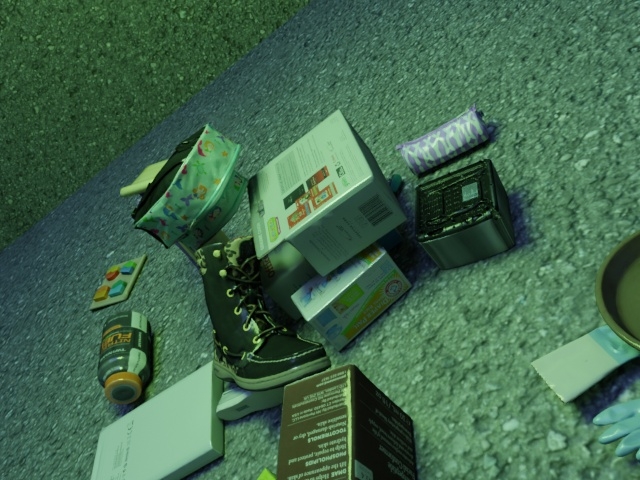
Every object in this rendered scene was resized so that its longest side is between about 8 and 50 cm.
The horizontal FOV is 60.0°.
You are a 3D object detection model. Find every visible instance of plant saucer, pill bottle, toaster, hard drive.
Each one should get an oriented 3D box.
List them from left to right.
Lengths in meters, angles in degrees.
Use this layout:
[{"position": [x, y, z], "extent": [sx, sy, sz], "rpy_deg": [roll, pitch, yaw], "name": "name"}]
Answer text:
[{"position": [-0.510, 0.308, 1.450], "extent": [0.130, 0.130, 0.246], "rpy_deg": [-37, 35, 8], "name": "pill bottle"}, {"position": [-0.362, 0.443, 1.225], "extent": [0.353, 0.047, 0.233], "rpy_deg": [-34, 34, 14], "name": "hard drive"}, {"position": [0.275, -0.047, 1.068], "extent": [0.168, 0.110, 0.186], "rpy_deg": [-22, 38, 28], "name": "toaster"}, {"position": [0.519, 0.064, 0.735], "extent": [0.277, 0.041, 0.278], "rpy_deg": [-24, 32, 16], "name": "plant saucer"}]

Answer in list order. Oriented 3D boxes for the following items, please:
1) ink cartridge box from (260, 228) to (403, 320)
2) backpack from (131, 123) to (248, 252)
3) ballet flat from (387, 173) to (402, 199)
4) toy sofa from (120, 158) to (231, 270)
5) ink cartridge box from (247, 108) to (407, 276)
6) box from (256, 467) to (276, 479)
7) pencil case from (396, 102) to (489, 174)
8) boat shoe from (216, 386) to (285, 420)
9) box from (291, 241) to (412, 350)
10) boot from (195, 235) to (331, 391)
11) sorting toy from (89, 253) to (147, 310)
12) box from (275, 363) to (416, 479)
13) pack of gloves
[{"position": [0.000, 0.000, 1.277], "extent": [0.307, 0.129, 0.223], "rpy_deg": [-38, 35, 6], "name": "ink cartridge box"}, {"position": [-0.267, -0.114, 1.198], "extent": [0.253, 0.191, 0.225], "rpy_deg": [-47, 20, 38], "name": "backpack"}, {"position": [0.164, -0.108, 1.322], "extent": [0.041, 0.041, 0.114], "rpy_deg": [-6, 47, 42], "name": "ballet flat"}, {"position": [-0.350, -0.024, 1.451], "extent": [0.150, 0.363, 0.177], "rpy_deg": [-6, 42, 41], "name": "toy sofa"}, {"position": [-0.005, -0.089, 1.148], "extent": [0.271, 0.130, 0.309], "rpy_deg": [-35, 35, 14], "name": "ink cartridge box"}, {"position": [-0.112, 0.489, 0.923], "extent": [0.178, 0.042, 0.109], "rpy_deg": [-52, 35, -13], "name": "box"}, {"position": [0.287, -0.231, 1.284], "extent": [0.206, 0.088, 0.086], "rpy_deg": [-28, 34, 21], "name": "pencil case"}, {"position": [-0.137, 0.313, 1.135], "extent": [0.184, 0.066, 0.063], "rpy_deg": [-34, 34, 30], "name": "boat shoe"}, {"position": [0.062, 0.101, 1.114], "extent": [0.203, 0.114, 0.103], "rpy_deg": [-42, 32, 0], "name": "box"}, {"position": [-0.133, 0.133, 1.090], "extent": [0.138, 0.284, 0.377], "rpy_deg": [-11, -1, -31], "name": "boot"}, {"position": [-0.704, 0.141, 1.915], "extent": [0.208, 0.038, 0.193], "rpy_deg": [-20, 40, 30], "name": "sorting toy"}, {"position": [0.039, 0.385, 0.754], "extent": [0.143, 0.191, 0.381], "rpy_deg": [-24, 38, 25], "name": "box"}, {"position": [0.436, 0.179, 0.733], "extent": [0.232, 0.046, 0.195], "rpy_deg": [-31, 30, 2], "name": "pack of gloves"}]
